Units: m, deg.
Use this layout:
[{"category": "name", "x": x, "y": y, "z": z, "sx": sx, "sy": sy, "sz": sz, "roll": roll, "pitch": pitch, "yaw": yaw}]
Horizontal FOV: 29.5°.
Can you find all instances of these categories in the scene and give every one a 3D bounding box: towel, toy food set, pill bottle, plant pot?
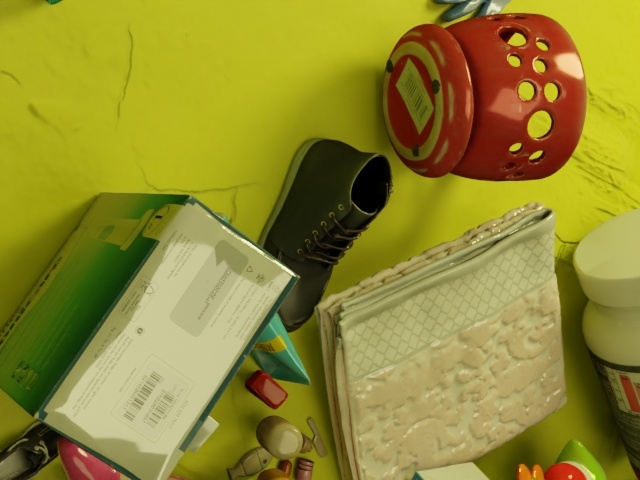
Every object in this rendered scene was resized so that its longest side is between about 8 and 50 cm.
[{"category": "towel", "x": 0.158, "y": 0.146, "z": 1.443, "sx": 0.332, "sy": 0.053, "sz": 0.317, "roll": -25, "pitch": 124, "yaw": -24}, {"category": "toy food set", "x": -0.101, "y": 0.182, "z": 1.305, "sx": 0.232, "sy": 0.104, "sz": 0.111, "roll": 41, "pitch": 81, "yaw": -8}, {"category": "pill bottle", "x": 0.465, "y": 0.150, "z": 1.591, "sx": 0.210, "sy": 0.210, "sz": 0.363, "roll": -36, "pitch": 117, "yaw": -23}, {"category": "plant pot", "x": 0.172, "y": -0.156, "z": 1.358, "sx": 0.174, "sy": 0.191, "sz": 0.191, "roll": -7, "pitch": 103, "yaw": -24}, {"category": "toy food set", "x": -0.043, "y": 0.260, "z": 1.388, "sx": 0.122, "sy": 0.019, "sz": 0.078, "roll": -33, "pitch": 115, "yaw": -24}]

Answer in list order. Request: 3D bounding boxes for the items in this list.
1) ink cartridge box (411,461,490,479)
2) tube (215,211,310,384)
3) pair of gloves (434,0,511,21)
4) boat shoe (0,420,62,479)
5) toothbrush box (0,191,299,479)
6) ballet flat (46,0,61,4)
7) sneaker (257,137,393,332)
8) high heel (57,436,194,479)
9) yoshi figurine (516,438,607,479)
[{"category": "ink cartridge box", "x": 0.131, "y": 0.360, "z": 1.470, "sx": 0.104, "sy": 0.060, "sz": 0.180, "roll": 1, "pitch": 122, "yaw": -42}, {"category": "tube", "x": -0.079, "y": 0.069, "z": 1.300, "sx": 0.052, "sy": 0.080, "sz": 0.207, "roll": -38, "pitch": 113, "yaw": -25}, {"category": "pair of gloves", "x": 0.185, "y": -0.354, "z": 1.424, "sx": 0.159, "sy": 0.023, "sz": 0.198, "roll": -29, "pitch": 115, "yaw": -28}, {"category": "boat shoe", "x": -0.292, "y": 0.214, "z": 1.203, "sx": 0.125, "sy": 0.038, "sz": 0.046, "roll": -24, "pitch": 110, "yaw": -28}, {"category": "toothbrush box", "x": -0.176, "y": 0.076, "z": 1.091, "sx": 0.126, "sy": 0.295, "sz": 0.216, "roll": 38, "pitch": 76, "yaw": -22}, {"category": "ballet flat", "x": -0.213, "y": -0.286, "z": 1.162, "sx": 0.168, "sy": 0.057, "sz": 0.052, "roll": -40, "pitch": 90, "yaw": -25}, {"category": "sneaker", "x": 0.000, "y": 0.000, "z": 1.308, "sx": 0.083, "sy": 0.118, "sz": 0.222, "roll": 13, "pitch": 92, "yaw": -35}, {"category": "high heel", "x": -0.158, "y": 0.253, "z": 1.244, "sx": 0.117, "sy": 0.082, "sz": 0.244, "roll": -28, "pitch": 125, "yaw": 15}, {"category": "yoshi figurine", "x": 0.292, "y": 0.386, "z": 1.471, "sx": 0.203, "sy": 0.203, "sz": 0.362, "roll": -51, "pitch": 154, "yaw": 18}]
